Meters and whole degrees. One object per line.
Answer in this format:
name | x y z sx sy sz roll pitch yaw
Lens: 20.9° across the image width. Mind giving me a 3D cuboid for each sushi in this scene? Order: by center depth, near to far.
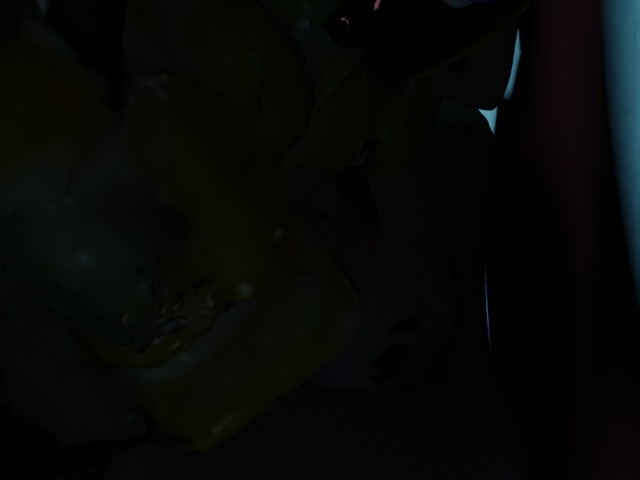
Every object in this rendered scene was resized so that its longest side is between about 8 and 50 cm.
sushi | -0.125 -0.055 0.619 0.328 0.285 0.328 -42 -68 -71

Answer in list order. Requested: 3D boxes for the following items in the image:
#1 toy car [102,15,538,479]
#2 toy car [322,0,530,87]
toy car | -0.006 0.035 0.865 0.226 0.242 0.336 128 149 -47
toy car | 0.046 -0.191 0.579 0.198 0.166 0.314 57 -157 -13
